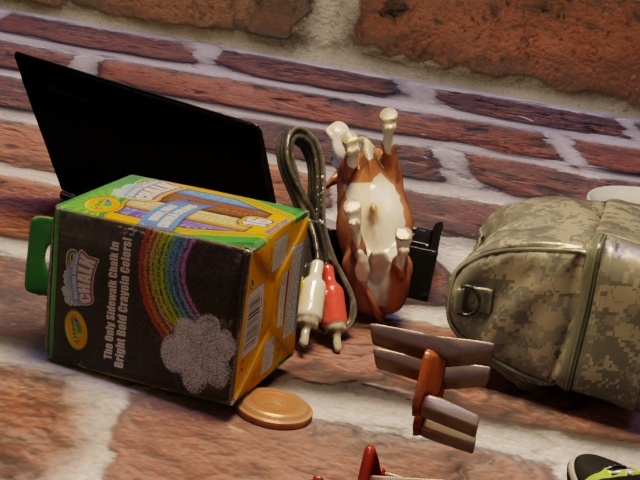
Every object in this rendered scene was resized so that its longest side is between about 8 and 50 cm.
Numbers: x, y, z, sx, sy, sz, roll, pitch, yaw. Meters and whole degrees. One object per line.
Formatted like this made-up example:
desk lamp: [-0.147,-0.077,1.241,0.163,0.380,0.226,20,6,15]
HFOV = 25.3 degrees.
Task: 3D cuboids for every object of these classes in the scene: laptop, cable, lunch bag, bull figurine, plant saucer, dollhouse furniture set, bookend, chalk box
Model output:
laptop: [-0.166,-0.123,1.993,0.382,0.236,0.408,19,19,23]
cable: [0.000,0.000,1.728,0.140,0.287,0.072,18,-22,-31]
lunch bag: [0.296,0.056,1.742,0.256,0.212,0.305,15,17,12]
bull figurine: [0.064,-0.052,1.838,0.101,0.188,0.310,-8,59,-3]
plant saucer: [-0.049,0.174,1.497,0.084,0.013,0.083,9,17,-3]
dollhouse furniture set: [0.036,0.213,1.080,0.135,0.262,0.259,11,-16,8]
bookend: [0.087,0.012,1.992,0.156,0.072,0.157,12,17,5]
chalk box: [-0.182,0.040,1.548,0.289,0.180,0.179,13,18,18]

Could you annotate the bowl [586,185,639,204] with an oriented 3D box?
bowl: [0.525,0.026,2.107,0.298,0.134,0.298,11,17,-3]

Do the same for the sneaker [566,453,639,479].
sneaker: [0.331,0.245,1.360,0.084,0.097,0.235,0,20,-32]
